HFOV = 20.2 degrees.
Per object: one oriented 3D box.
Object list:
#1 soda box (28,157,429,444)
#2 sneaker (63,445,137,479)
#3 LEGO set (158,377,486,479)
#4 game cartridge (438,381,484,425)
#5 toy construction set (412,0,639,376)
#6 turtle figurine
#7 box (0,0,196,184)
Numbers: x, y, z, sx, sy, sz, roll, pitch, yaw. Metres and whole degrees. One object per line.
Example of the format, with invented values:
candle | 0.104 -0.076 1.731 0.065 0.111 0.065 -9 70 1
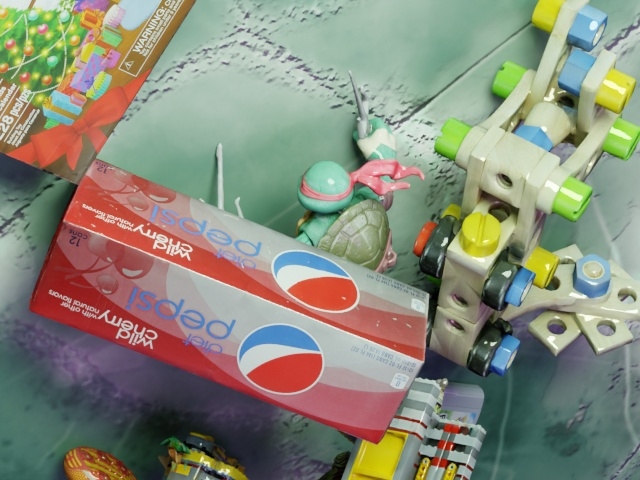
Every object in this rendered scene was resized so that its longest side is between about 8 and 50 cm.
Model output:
soda box | -0.060 0.043 1.244 0.263 0.092 0.083 22 122 -6
sneaker | -0.158 0.225 1.416 0.067 0.064 0.175 -31 130 3
LEGO set | 0.037 0.203 1.423 0.331 0.255 0.192 40 64 -41
game cartridge | 0.109 0.162 1.573 0.056 0.017 0.083 7 117 -40
toy construction set | 0.165 -0.014 1.408 0.215 0.151 0.328 -54 148 -30
turtle figurine | 0.000 0.000 1.330 0.175 0.118 0.234 -24 136 -17
box | -0.162 -0.195 1.122 0.201 0.057 0.293 23 107 -40
